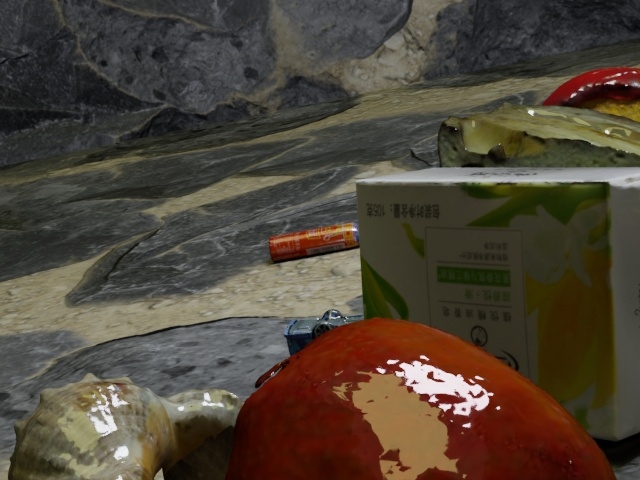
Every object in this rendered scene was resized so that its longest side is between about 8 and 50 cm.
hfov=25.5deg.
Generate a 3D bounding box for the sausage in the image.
[{"bbox_3d":[0.000,0.000,1.790,0.129,0.034,0.034,-10,14,7],"label":"sausage"}]

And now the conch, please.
[{"bbox_3d":[-0.101,0.172,0.911,0.178,0.163,0.245,-34,27,-10],"label":"conch"}]

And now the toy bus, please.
[{"bbox_3d":[0.045,0.093,1.313,0.153,0.061,0.051,-7,13,13],"label":"toy bus"}]

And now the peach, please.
[{"bbox_3d":[0.349,-0.108,1.624,0.190,0.196,0.226,-51,22,-1],"label":"peach"}]

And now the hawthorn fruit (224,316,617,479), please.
[{"bbox_3d":[0.077,0.162,0.743,0.299,0.211,0.211,17,28,37],"label":"hawthorn fruit"}]

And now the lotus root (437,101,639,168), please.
[{"bbox_3d":[0.283,-0.050,1.475,0.210,0.142,0.314,-13,24,-41],"label":"lotus root"}]

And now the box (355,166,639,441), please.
[{"bbox_3d":[0.157,0.041,1.124,0.260,0.194,0.111,1,8,44],"label":"box"}]
